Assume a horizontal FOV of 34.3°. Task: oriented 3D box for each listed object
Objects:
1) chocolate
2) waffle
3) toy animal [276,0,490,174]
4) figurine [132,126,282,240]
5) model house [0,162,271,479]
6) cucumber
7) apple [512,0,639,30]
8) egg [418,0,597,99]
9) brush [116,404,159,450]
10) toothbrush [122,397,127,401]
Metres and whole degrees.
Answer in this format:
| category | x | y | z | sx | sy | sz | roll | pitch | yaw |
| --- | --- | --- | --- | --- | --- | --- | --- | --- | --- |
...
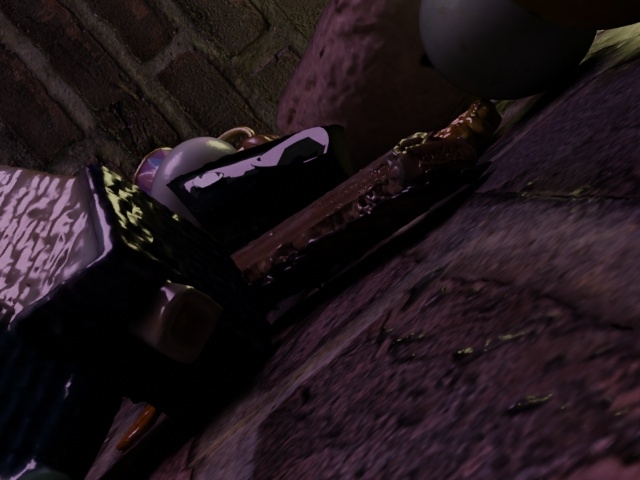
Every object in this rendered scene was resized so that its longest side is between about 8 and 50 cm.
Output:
| category | x | y | z | sx | sy | sz | roll | pitch | yaw |
| --- | --- | --- | --- | --- | --- | --- | --- | --- | --- |
| chocolate | 0.000 | -0.006 | 0.876 | 0.102 | 0.065 | 0.329 | -13 | -13 | -42 |
| waffle | 0.094 | -0.065 | 0.988 | 0.191 | 0.038 | 0.191 | -41 | 4 | 4 |
| toy animal | 0.074 | -0.167 | 1.207 | 0.226 | 0.188 | 0.358 | -6 | -31 | -31 |
| figurine | -0.079 | -0.044 | 1.143 | 0.263 | 0.142 | 0.189 | 8 | 71 | 34 |
| model house | -0.198 | 0.103 | 0.822 | 0.284 | 0.243 | 0.298 | 2 | 64 | 46 |
| cucumber | -0.062 | -0.050 | 1.000 | 0.193 | 0.115 | 0.086 | -20 | -33 | 17 |
| apple | 0.210 | -0.278 | 0.755 | 0.246 | 0.246 | 0.226 | -45 | -2 | -44 |
| egg | 0.172 | -0.203 | 0.935 | 0.192 | 0.149 | 0.149 | -21 | -12 | -48 |
| brush | -0.173 | 0.168 | 1.157 | 0.090 | 0.017 | 0.314 | -43 | 4 | 10 |
| toothbrush | -0.283 | 0.220 | 1.578 | 0.269 | 0.021 | 0.027 | -39 | 10 | 23 |
